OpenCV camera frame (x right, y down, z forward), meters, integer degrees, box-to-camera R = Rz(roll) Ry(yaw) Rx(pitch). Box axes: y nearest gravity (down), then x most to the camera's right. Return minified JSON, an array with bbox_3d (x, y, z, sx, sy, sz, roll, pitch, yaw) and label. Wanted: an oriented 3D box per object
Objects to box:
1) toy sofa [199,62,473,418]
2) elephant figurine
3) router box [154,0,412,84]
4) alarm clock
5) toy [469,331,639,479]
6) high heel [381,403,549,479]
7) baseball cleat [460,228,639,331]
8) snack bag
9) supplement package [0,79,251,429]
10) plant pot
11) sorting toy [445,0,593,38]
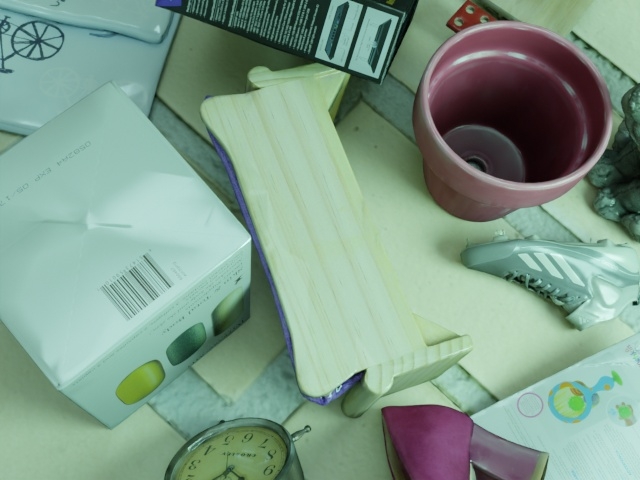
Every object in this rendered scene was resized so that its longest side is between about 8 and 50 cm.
[{"bbox_3d":[0.000,0.000,0.896,0.177,0.150,0.363,-18,73,-14],"label":"toy sofa"},{"bbox_3d":[0.405,-0.097,0.919,0.186,0.239,0.169,-38,77,-16],"label":"elephant figurine"},{"bbox_3d":[-0.013,-0.289,0.945,0.243,0.081,0.309,19,29,2],"label":"router box"},{"bbox_3d":[-0.089,0.244,0.802,0.129,0.064,0.192,-2,26,25],"label":"alarm clock"},{"bbox_3d":[0.291,0.201,0.891,0.237,0.056,0.137,-29,61,4],"label":"toy"},{"bbox_3d":[0.071,0.278,0.741,0.181,0.127,0.377,14,24,23],"label":"high heel"},{"bbox_3d":[0.261,0.046,0.946,0.206,0.072,0.109,0,77,-1],"label":"baseball cleat"},{"bbox_3d":[-0.338,-0.276,1.029,0.323,0.037,0.343,13,70,-1],"label":"snack bag"},{"bbox_3d":[-0.201,0.030,0.809,0.199,0.263,0.198,-39,78,-16],"label":"supplement package"},{"bbox_3d":[0.194,-0.112,0.938,0.201,0.180,0.201,1,70,-4],"label":"plant pot"},{"bbox_3d":[0.274,-0.313,1.089,0.132,0.046,0.274,36,71,8],"label":"sorting toy"}]
